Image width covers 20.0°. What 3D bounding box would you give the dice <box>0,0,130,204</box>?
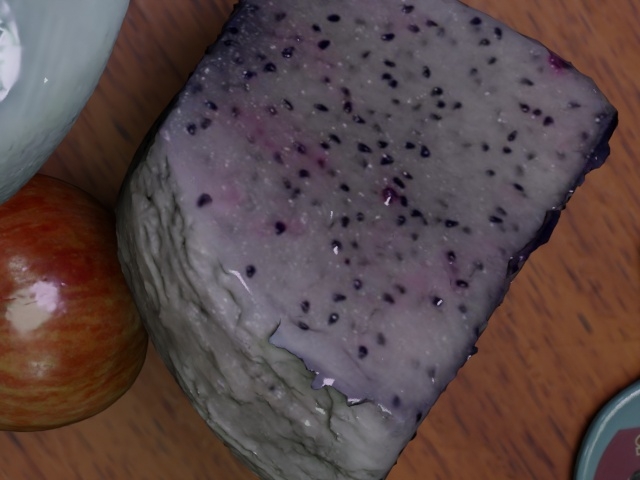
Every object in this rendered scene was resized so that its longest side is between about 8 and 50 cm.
[{"bbox_3d":[-0.252,-0.165,0.852,0.264,0.262,0.268,18,84,-36],"label":"dice"}]

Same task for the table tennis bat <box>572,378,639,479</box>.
[{"bbox_3d":[0.232,0.113,1.150,0.153,0.040,0.244,-5,103,-10],"label":"table tennis bat"}]

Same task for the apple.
[{"bbox_3d":[-0.164,0.034,1.004,0.131,0.146,0.146,-6,100,-38],"label":"apple"}]

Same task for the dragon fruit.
[{"bbox_3d":[0.000,0.000,0.997,0.221,0.204,0.283,36,54,-1],"label":"dragon fruit"}]
